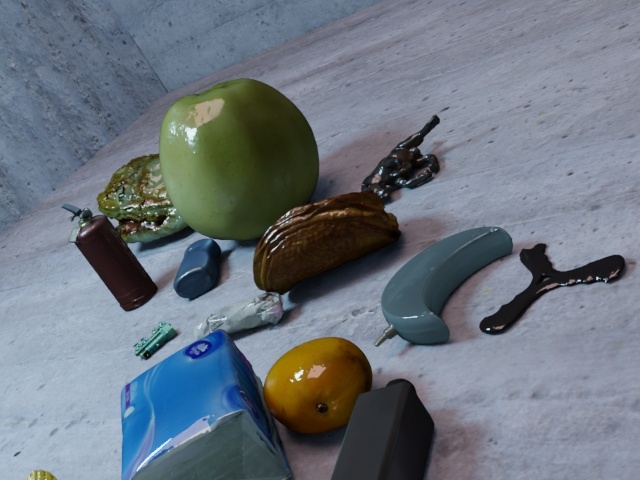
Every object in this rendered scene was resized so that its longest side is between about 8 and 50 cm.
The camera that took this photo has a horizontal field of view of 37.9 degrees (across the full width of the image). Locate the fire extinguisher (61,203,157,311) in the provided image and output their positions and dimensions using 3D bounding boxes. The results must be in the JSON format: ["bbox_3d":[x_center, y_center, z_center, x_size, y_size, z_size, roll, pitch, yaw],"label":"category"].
[{"bbox_3d":[-0.480,0.028,2.084,0.104,0.269,0.105,-28,22,12],"label":"fire extinguisher"}]

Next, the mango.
[{"bbox_3d":[-0.010,0.198,1.291,0.145,0.112,0.219,-40,11,-19],"label":"mango"}]

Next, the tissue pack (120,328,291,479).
[{"bbox_3d":[-0.172,0.266,1.304,0.198,0.146,0.263,-32,21,0],"label":"tissue pack"}]

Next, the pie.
[{"bbox_3d":[-0.368,-0.151,2.462,0.417,0.181,0.395,-20,22,13],"label":"pie"}]

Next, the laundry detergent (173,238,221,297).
[{"bbox_3d":[-0.264,0.051,2.026,0.096,0.061,0.206,-33,20,12],"label":"laundry detergent"}]

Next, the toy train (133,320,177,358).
[{"bbox_3d":[-0.325,0.198,1.834,0.092,0.029,0.045,-44,40,-19],"label":"toy train"}]

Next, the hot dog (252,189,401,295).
[{"bbox_3d":[0.000,0.000,1.658,0.272,0.122,0.196,-25,-12,19],"label":"hot dog"}]

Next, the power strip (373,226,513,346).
[{"bbox_3d":[0.169,0.074,1.382,0.167,0.054,0.253,-9,31,51],"label":"power strip"}]

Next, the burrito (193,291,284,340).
[{"bbox_3d":[-0.147,0.139,1.672,0.203,0.064,0.064,-20,24,32],"label":"burrito"}]

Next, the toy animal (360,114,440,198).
[{"bbox_3d":[0.160,-0.157,1.862,0.148,0.084,0.233,-8,35,49],"label":"toy animal"}]

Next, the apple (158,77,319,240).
[{"bbox_3d":[-0.175,-0.181,2.039,0.357,0.357,0.357,-28,21,12],"label":"apple"}]

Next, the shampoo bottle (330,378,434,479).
[{"bbox_3d":[0.072,0.253,1.082,0.079,0.080,0.246,-20,24,27],"label":"shampoo bottle"}]

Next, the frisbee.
[{"bbox_3d":[0.305,0.049,1.301,0.211,0.012,0.187,-30,21,10],"label":"frisbee"}]

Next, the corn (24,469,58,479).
[{"bbox_3d":[-0.422,0.411,1.443,0.067,0.067,0.206,-38,22,-15],"label":"corn"}]
